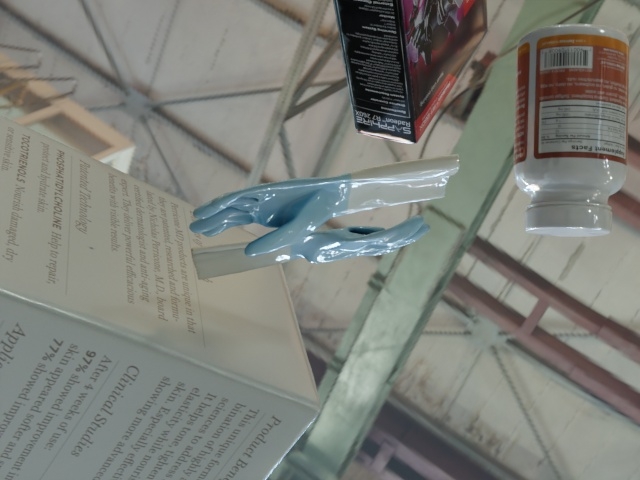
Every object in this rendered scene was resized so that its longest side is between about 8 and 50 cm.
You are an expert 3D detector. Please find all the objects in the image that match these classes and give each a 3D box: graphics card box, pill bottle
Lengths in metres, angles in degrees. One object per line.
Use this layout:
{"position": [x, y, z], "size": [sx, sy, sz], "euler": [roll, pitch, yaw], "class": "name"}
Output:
{"position": [0.101, -0.319, 1.073], "size": [0.094, 0.233, 0.371], "euler": [16, -37, 26], "class": "graphics card box"}
{"position": [0.272, -0.115, 1.052], "size": [0.121, 0.121, 0.216], "euler": [0, -96, 32], "class": "pill bottle"}

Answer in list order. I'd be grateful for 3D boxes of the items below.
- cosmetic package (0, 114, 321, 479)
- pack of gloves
{"position": [-0.270, 0.132, 1.061], "size": [0.394, 0.327, 0.329], "euler": [26, -67, -27], "class": "cosmetic package"}
{"position": [0.000, 0.000, 0.864], "size": [0.195, 0.232, 0.046], "euler": [97, -17, -67], "class": "pack of gloves"}
